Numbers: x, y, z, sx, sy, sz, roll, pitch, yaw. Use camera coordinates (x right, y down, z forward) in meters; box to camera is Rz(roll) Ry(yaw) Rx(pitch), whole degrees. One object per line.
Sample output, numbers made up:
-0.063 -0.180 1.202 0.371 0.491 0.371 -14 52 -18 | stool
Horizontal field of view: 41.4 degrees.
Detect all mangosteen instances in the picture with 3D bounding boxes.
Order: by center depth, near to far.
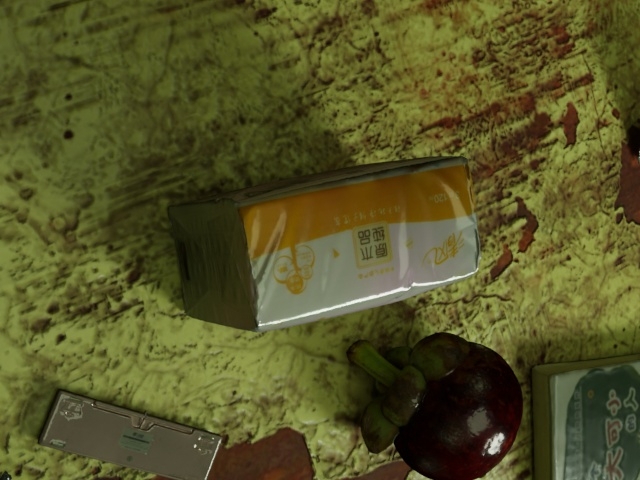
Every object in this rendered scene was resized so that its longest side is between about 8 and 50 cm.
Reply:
0.118 0.165 0.866 0.181 0.146 0.156 37 77 -24 | mangosteen

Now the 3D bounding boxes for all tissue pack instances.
0.000 0.000 0.776 0.225 0.185 0.124 -13 98 -27 | tissue pack

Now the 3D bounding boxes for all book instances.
0.425 0.271 1.095 0.371 0.043 0.260 -4 94 -29 | book

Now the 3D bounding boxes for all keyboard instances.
-0.172 0.182 0.783 0.166 0.017 0.055 23 85 -27 | keyboard

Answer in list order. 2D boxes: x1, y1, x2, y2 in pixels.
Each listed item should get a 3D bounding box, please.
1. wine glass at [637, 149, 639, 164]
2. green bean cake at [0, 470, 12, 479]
0.519 -0.158 1.072 0.165 0.165 0.196 45 67 -22 | wine glass
-0.348 0.298 0.593 0.319 0.218 0.335 40 67 -16 | green bean cake
